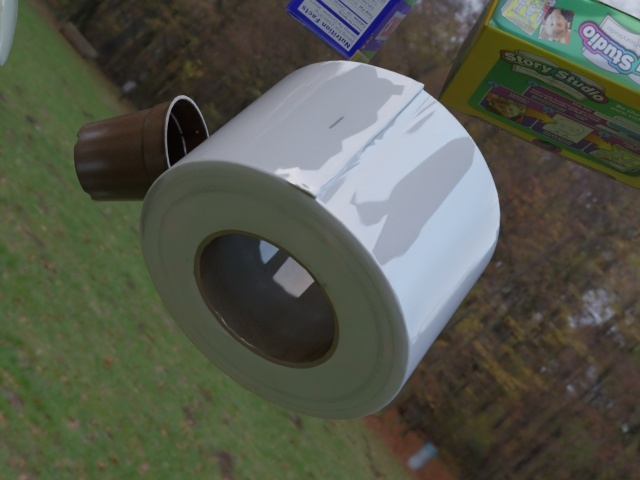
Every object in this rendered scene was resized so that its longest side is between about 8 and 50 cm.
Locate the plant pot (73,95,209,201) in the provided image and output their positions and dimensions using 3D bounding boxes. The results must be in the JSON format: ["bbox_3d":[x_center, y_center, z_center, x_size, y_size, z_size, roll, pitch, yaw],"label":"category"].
[{"bbox_3d":[-0.274,-0.129,1.411,0.167,0.165,0.166,-4,90,-74],"label":"plant pot"}]

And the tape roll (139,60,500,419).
[{"bbox_3d":[0.000,0.000,0.749,0.246,0.169,0.246,22,-45,23],"label":"tape roll"}]

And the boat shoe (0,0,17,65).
[{"bbox_3d":[-0.249,-0.198,0.692,0.049,0.042,0.132,-157,-111,-79],"label":"boat shoe"}]

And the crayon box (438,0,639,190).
[{"bbox_3d":[0.376,-0.212,1.303,0.363,0.106,0.313,24,-10,0],"label":"crayon box"}]

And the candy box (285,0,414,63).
[{"bbox_3d":[0.105,-0.401,1.305,0.122,0.317,0.268,40,10,-1],"label":"candy box"}]
